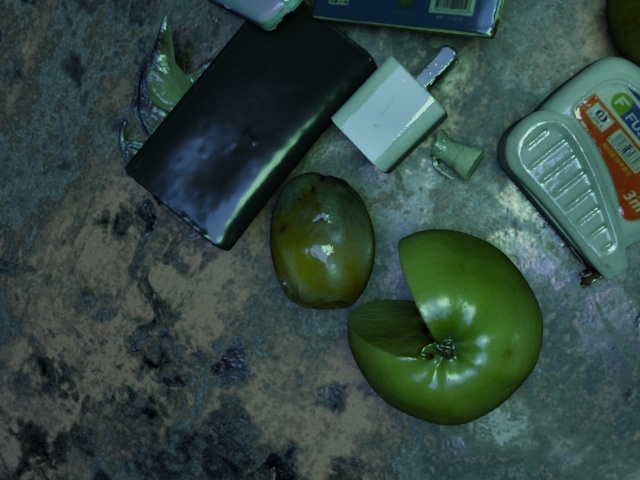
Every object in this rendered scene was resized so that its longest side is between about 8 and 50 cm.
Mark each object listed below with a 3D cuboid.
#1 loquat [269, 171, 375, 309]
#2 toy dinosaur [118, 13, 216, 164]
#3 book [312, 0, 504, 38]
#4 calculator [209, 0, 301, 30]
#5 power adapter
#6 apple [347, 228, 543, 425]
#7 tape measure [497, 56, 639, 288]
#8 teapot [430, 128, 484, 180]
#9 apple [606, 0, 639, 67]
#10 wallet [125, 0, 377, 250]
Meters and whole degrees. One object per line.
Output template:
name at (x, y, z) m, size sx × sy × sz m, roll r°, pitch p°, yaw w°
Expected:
loquat at (0.000, 0.000, 0.926) m, size 0.179 × 0.179 × 0.228 m, roll -12°, pitch 80°, yaw 15°
toy dinosaur at (-0.273, -0.237, 1.020) m, size 0.162 × 0.077 × 0.294 m, roll 27°, pitch 104°, yaw 3°
book at (0.154, -0.521, 0.803) m, size 0.300 × 0.039 × 0.428 m, roll 18°, pitch 104°, yaw 27°
calculator at (-0.103, -0.428, 0.923) m, size 0.246 × 0.045 × 0.141 m, roll 40°, pitch 95°, yaw 37°
power adapter at (0.136, -0.220, 0.892) m, size 0.205 × 0.130 × 0.125 m, roll -45°, pitch 84°, yaw 14°
apple at (0.182, 0.129, 0.856) m, size 0.291 × 0.254 × 0.292 m, roll 2°, pitch 100°, yaw 10°
tape measure at (0.411, -0.109, 0.838) m, size 0.265 × 0.130 × 0.258 m, roll -40°, pitch 88°, yaw 9°
teapot at (0.215, -0.137, 0.921) m, size 0.083 × 0.057 × 0.067 m, roll 36°, pitch 100°, yaw 15°
apple at (0.517, -0.326, 0.730) m, size 0.256 × 0.234 × 0.257 m, roll 2°, pitch 100°, yaw 12°
wallet at (-0.114, -0.203, 0.940) m, size 0.228 × 0.062 × 0.406 m, roll 39°, pitch 87°, yaw 8°
